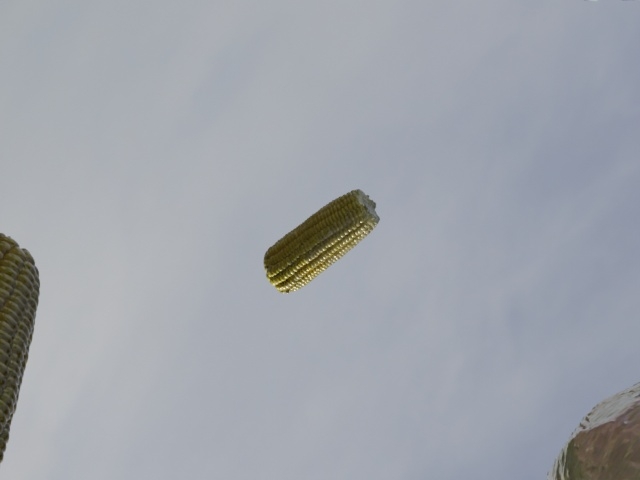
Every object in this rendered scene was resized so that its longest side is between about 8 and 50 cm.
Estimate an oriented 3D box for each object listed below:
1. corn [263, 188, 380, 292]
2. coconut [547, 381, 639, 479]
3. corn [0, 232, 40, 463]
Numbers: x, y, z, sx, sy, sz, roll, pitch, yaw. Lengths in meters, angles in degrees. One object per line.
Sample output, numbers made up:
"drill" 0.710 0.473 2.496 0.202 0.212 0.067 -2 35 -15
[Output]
"corn" 0.000 0.000 1.499 0.165 0.063 0.085 -38 -167 18
"coconut" 0.339 0.264 1.056 0.254 0.297 0.297 -22 -165 -17
"corn" -0.282 0.113 0.903 0.106 0.106 0.305 -40 -149 34
